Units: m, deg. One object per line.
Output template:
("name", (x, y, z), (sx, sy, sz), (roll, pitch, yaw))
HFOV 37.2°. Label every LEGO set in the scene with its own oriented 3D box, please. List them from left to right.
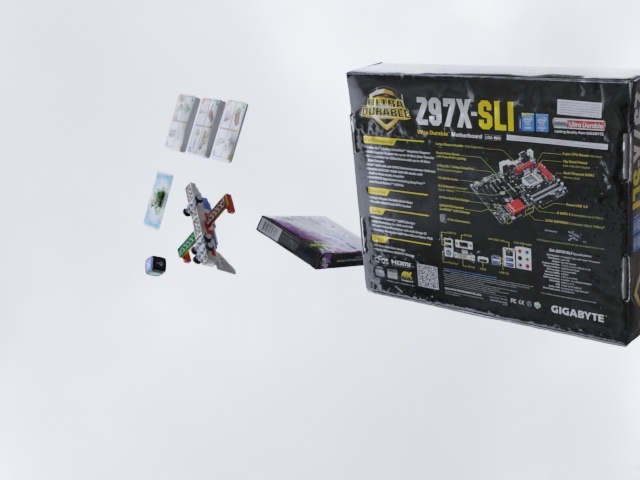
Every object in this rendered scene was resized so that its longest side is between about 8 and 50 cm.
("LEGO set", (-0.156, -0.061, 1.222), (0.060, 0.182, 0.244), (15, -89, -37))

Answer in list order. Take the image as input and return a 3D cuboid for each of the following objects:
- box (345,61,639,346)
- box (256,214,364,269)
("box", (0.180, -0.049, 0.974), (0.079, 0.322, 0.257), (-24, -65, -46))
("box", (0.000, 0.000, 1.364), (0.162, 0.116, 0.029), (-1, -61, -57))
